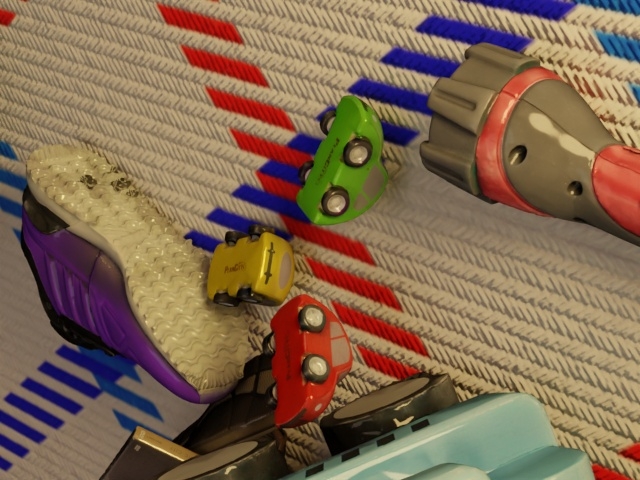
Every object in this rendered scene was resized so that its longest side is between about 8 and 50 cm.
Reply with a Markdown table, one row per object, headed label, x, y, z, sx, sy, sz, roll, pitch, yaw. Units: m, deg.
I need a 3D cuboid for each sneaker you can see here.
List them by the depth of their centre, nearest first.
| label | x | y | z | sx | sy | sz | roll | pitch | yaw |
| --- | --- | --- | --- | --- | --- | --- | --- | --- | --- |
| sneaker | -0.174 | 0.056 | 1.237 | 0.293 | 0.102 | 0.146 | 48 | 131 | 28 |

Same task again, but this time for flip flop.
| label | x | y | z | sx | sy | sz | roll | pitch | yaw |
| --- | --- | --- | --- | --- | --- | --- | --- | --- | --- |
| flip flop | -0.078 | 0.187 | 1.201 | 0.080 | 0.112 | 0.277 | 37 | 129 | -6 |

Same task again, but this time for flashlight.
| label | x | y | z | sx | sy | sz | roll | pitch | yaw |
| --- | --- | --- | --- | --- | --- | --- | --- | --- | --- |
| flashlight | 0.207 | -0.032 | 0.857 | 0.304 | 0.103 | 0.103 | 26 | 118 | 35 |

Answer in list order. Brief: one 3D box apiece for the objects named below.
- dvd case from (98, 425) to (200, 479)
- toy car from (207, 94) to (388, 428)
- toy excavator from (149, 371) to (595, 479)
| label | x | y | z | sx | sy | sz | roll | pitch | yaw |
| --- | --- | --- | --- | --- | --- | --- | --- | --- | --- |
| dvd case | -0.086 | 0.247 | 1.185 | 0.221 | 0.018 | 0.164 | 27 | 136 | -10 |
| toy car | 0.000 | 0.000 | 1.059 | 0.225 | 0.053 | 0.239 | -65 | 30 | 17 |
| toy excavator | 0.139 | 0.204 | 0.894 | 0.222 | 0.433 | 0.445 | 71 | 162 | -2 |
